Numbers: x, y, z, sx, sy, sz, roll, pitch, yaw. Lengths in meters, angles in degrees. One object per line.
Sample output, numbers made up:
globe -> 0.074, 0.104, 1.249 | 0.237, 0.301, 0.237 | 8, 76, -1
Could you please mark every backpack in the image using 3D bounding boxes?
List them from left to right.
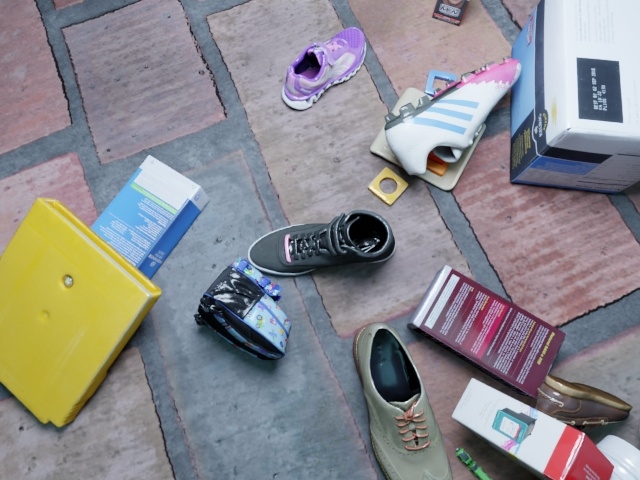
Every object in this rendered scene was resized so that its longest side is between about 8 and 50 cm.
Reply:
backpack -> -0.123, 0.133, 0.754 | 0.173, 0.158, 0.117 | 37, 60, -3

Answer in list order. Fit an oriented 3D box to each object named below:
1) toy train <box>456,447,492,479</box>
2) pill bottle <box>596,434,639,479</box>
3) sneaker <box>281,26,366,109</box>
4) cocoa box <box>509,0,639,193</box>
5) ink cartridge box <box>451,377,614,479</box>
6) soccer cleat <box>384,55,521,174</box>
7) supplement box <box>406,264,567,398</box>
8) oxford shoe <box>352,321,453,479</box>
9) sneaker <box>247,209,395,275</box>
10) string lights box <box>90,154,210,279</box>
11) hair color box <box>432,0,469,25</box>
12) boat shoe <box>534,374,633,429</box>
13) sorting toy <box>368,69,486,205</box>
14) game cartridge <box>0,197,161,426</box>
toy train -> 0.271, 0.398, 0.735 | 0.017, 0.023, 0.083 | -42, 77, -9
pill bottle -> 0.416, 0.431, 0.663 | 0.246, 0.136, 0.136 | -37, 77, -8
sneaker -> 0.011, -0.392, 0.916 | 0.236, 0.104, 0.095 | -44, 77, -11
cocoa box -> 0.522, -0.296, 0.812 | 0.232, 0.228, 0.347 | 7, 75, 3
ink cartridge box -> 0.334, 0.313, 0.635 | 0.134, 0.231, 0.078 | 42, 75, -30
soccer cleat -> 0.273, -0.243, 0.836 | 0.331, 0.116, 0.143 | -31, 104, -15
supplement box -> 0.298, 0.164, 0.772 | 0.239, 0.073, 0.130 | 31, 79, 10
oxford shoe -> 0.137, 0.307, 0.707 | 0.123, 0.130, 0.348 | -21, 75, -4
sneaker -> 0.000, 0.000, 0.787 | 0.296, 0.147, 0.104 | -5, 76, 1
string lights box -> -0.357, -0.025, 0.838 | 0.133, 0.077, 0.259 | 32, 78, 10
hair color box -> 0.301, -0.552, 0.932 | 0.072, 0.141, 0.043 | 21, 76, 7
boat shoe -> 0.442, 0.282, 0.716 | 0.207, 0.073, 0.073 | 18, 93, -21
sorting toy -> 0.230, -0.223, 0.893 | 0.196, 0.047, 0.347 | 29, 78, 9
game cartridge -> -0.482, 0.133, 0.766 | 0.285, 0.053, 0.323 | 38, 99, 9
